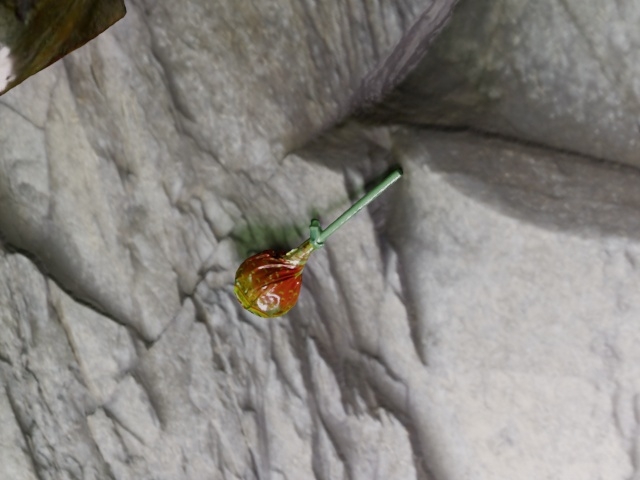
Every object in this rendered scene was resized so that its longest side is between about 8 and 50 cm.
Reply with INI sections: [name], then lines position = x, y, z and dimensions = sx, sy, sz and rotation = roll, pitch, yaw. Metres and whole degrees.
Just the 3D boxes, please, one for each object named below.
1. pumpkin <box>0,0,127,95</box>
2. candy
[pumpkin]
position = -0.330, -0.215, 1.151
dimensions = 0.303, 0.256, 0.225
rotation = -13, 112, 48
[candy]
position = 0.000, 0.000, 1.219
dimensions = 0.060, 0.060, 0.201
rotation = 48, 118, -2
